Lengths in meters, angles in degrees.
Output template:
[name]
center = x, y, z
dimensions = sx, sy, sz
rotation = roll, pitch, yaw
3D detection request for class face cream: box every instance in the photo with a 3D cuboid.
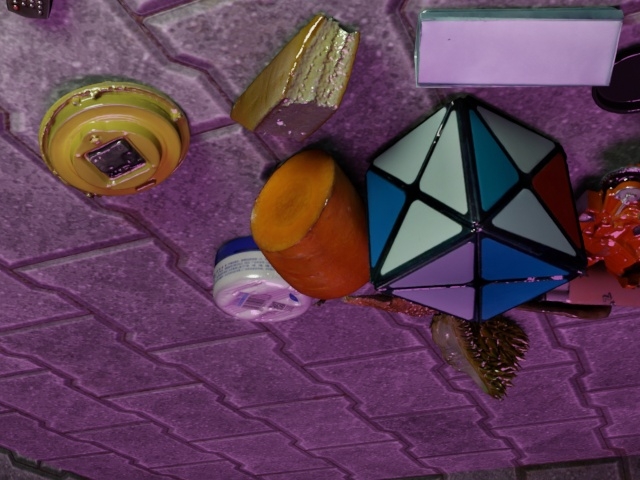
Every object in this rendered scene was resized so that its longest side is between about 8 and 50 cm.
[face cream]
center = -0.115, 0.085, 1.664
dimensions = 0.205, 0.111, 0.206
rotation = -1, 149, -1

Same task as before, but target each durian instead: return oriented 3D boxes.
[durian]
center = 0.389, 0.254, 1.998
dimensions = 0.198, 0.163, 0.394
rotation = 28, 166, 40

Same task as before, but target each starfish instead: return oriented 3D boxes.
[starfish]
center = 0.185, 0.130, 1.702
dimensions = 0.302, 0.060, 0.299
rotation = -7, 175, 43

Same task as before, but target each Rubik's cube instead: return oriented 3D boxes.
[Rubik's cube]
center = 0.236, -0.038, 1.307
dimensions = 0.248, 0.250, 0.246
rotation = 17, 146, -30

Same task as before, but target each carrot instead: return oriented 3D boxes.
[carrot]
center = 0.000, 0.000, 1.426
dimensions = 0.214, 0.193, 0.331
rotation = -17, 146, 21

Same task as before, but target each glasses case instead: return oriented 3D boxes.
[glasses case]
center = 0.264, -0.266, 1.118
dimensions = 0.265, 0.056, 0.105
rotation = 0, 126, 1

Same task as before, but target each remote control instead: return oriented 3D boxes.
[remote control]
center = -0.351, -0.348, 0.994
dimensions = 0.059, 0.028, 0.212
rotation = 7, 150, -18

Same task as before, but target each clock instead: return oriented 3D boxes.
[clock]
center = -0.314, -0.140, 1.272
dimensions = 0.236, 0.057, 0.237
rotation = -10, 143, -8

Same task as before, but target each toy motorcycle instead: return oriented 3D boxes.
[toy motorcycle]
center = 0.545, -0.027, 1.427
dimensions = 0.221, 0.148, 0.326
rotation = 14, 150, -5

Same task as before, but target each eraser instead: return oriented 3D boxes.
[eraser]
center = 0.558, 0.076, 1.617
dimensions = 0.290, 0.087, 0.171
rotation = 4, -166, -6

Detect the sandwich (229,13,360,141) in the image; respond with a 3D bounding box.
[sandwich]
center = -0.040, -0.207, 1.175
dimensions = 0.094, 0.096, 0.258
rotation = 11, 151, -29

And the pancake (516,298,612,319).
[pancake]
center = 0.465, 0.123, 1.670
dimensions = 0.249, 0.031, 0.250
rotation = 3, -170, 0

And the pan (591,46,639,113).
[pan]
center = 0.485, -0.251, 1.149
dimensions = 0.136, 0.028, 0.235
rotation = 15, 150, -25
